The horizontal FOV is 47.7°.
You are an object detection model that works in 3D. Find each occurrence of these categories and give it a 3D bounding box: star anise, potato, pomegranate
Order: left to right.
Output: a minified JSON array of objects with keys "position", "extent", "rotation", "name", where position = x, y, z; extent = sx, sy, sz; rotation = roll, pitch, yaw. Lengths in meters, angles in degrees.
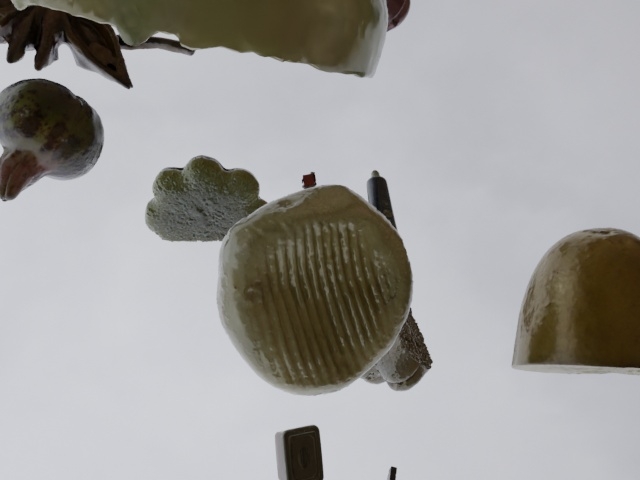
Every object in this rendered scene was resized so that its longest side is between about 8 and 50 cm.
[{"position":[-0.342,-0.123,0.893],"extent":[0.138,0.125,0.163],"rotation":[45,-140,-38],"name":"pomegranate"},{"position":[-0.376,-0.339,1.046],"extent":[0.349,0.109,0.292],"rotation":[-16,-92,-23],"name":"star anise"},{"position":[0.298,0.065,0.757],"extent":[0.178,0.203,0.158],"rotation":[6,-98,-15],"name":"potato"}]

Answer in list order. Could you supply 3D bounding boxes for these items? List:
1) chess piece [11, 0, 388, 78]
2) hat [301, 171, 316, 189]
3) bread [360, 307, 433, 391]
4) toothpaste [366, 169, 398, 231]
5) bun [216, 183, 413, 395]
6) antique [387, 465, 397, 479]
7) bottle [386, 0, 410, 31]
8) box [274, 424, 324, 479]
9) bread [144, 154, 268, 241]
[{"position":[-0.023,-0.320,0.365],"extent":[0.234,0.442,0.234],"rotation":[14,-165,-4],"name":"chess piece"},{"position":[-0.004,-0.001,1.433],"extent":[0.129,0.227,0.140],"rotation":[-20,-144,-14],"name":"hat"},{"position":[0.142,0.231,1.735],"extent":[0.102,0.183,0.337],"rotation":[35,-157,-32],"name":"bread"},{"position":[0.101,-0.045,1.208],"extent":[0.057,0.035,0.197],"rotation":[-2,-130,-2],"name":"toothpaste"},{"position":[-0.010,0.050,0.798],"extent":[0.231,0.133,0.231],"rotation":[-3,-80,-16],"name":"bun"},{"position":[0.132,0.520,1.409],"extent":[0.015,0.031,0.192],"rotation":[17,-150,2],"name":"antique"},{"position":[0.049,-0.416,1.134],"extent":[0.233,0.110,0.110],"rotation":[27,-129,-39],"name":"bottle"},{"position":[-0.048,0.445,1.495],"extent":[0.089,0.062,0.122],"rotation":[-2,-95,-32],"name":"box"},{"position":[-0.249,-0.086,1.561],"extent":[0.286,0.207,0.056],"rotation":[-4,-144,2],"name":"bread"}]
